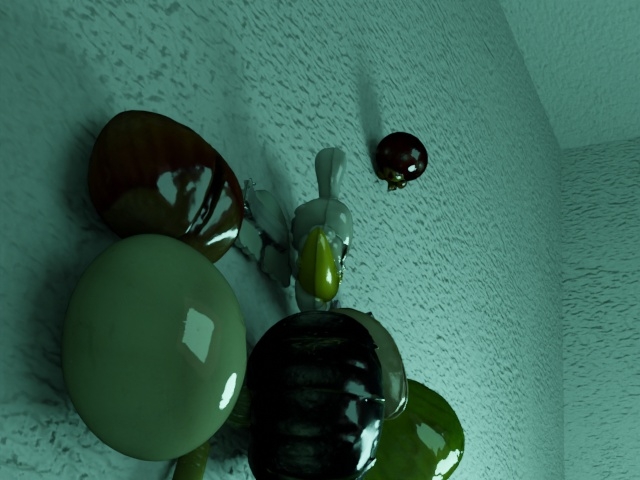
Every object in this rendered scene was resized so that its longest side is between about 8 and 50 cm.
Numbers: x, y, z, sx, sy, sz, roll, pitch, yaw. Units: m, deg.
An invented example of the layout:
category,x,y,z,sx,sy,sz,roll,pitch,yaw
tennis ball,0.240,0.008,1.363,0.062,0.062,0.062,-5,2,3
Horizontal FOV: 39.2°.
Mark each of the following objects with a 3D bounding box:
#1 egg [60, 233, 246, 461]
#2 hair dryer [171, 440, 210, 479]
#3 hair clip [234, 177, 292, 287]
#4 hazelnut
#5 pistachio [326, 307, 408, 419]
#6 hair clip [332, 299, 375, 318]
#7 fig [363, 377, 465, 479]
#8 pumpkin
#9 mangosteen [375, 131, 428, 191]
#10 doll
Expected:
category,x,y,z,sx,sy,sz,roll,pitch,yaw
egg,-0.195,0.126,1.064,0.219,0.219,0.269,-17,116,-64
hair dryer,-0.197,0.370,1.163,0.135,0.090,0.279,57,29,-37
hair clip,-0.093,-0.025,1.507,0.220,0.054,0.140,49,36,-53
hazelnut,-0.197,-0.075,1.166,0.212,0.181,0.181,41,61,-41
pistachio,0.071,0.211,1.555,0.215,0.144,0.144,52,20,18
hair clip,0.048,0.206,1.739,0.187,0.056,0.146,-56,134,-42
fig,0.118,0.363,1.707,0.314,0.233,0.233,25,50,-12
pumpkin,-0.041,0.258,1.363,0.296,0.295,0.296,28,58,-59
mangosteen,0.178,-0.175,2.034,0.140,0.140,0.140,28,58,-59
doll,0.000,0.000,1.566,0.237,0.111,0.252,-74,168,-48
